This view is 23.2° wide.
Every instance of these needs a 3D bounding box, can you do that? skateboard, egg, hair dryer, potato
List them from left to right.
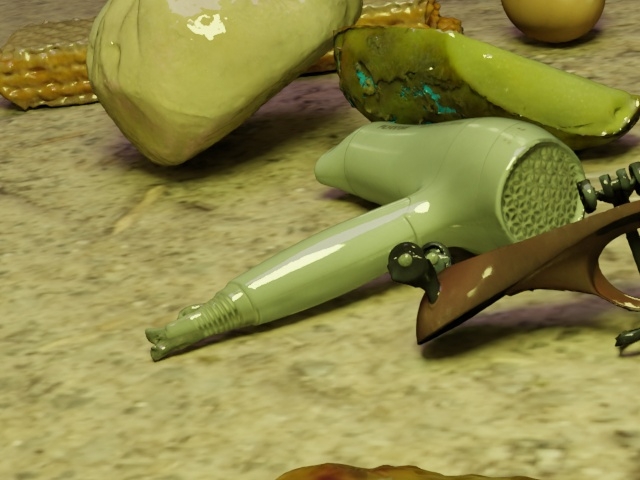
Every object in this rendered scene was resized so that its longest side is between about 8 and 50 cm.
[{"bbox_3d":[0.000,0.000,0.841,0.237,0.075,0.206,-28,20,-23],"label":"hair dryer"},{"bbox_3d":[0.097,-0.085,0.964,0.198,0.054,0.119,15,-11,5],"label":"potato"},{"bbox_3d":[0.179,-0.190,1.193,0.080,0.080,0.096,-8,28,4],"label":"egg"},{"bbox_3d":[0.112,0.017,0.719,0.151,0.080,0.067,-21,-6,16],"label":"skateboard"}]

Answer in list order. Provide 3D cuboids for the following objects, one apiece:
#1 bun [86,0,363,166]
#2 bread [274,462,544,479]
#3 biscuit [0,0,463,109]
[{"bbox_3d":[-0.067,-0.145,1.042,0.193,0.128,0.178,-38,3,-13],"label":"bun"},{"bbox_3d":[0.017,0.139,0.381,0.230,0.123,0.230,-6,23,2],"label":"bread"},{"bbox_3d":[-0.077,-0.160,1.255,0.379,0.054,0.094,-6,22,9],"label":"biscuit"}]
